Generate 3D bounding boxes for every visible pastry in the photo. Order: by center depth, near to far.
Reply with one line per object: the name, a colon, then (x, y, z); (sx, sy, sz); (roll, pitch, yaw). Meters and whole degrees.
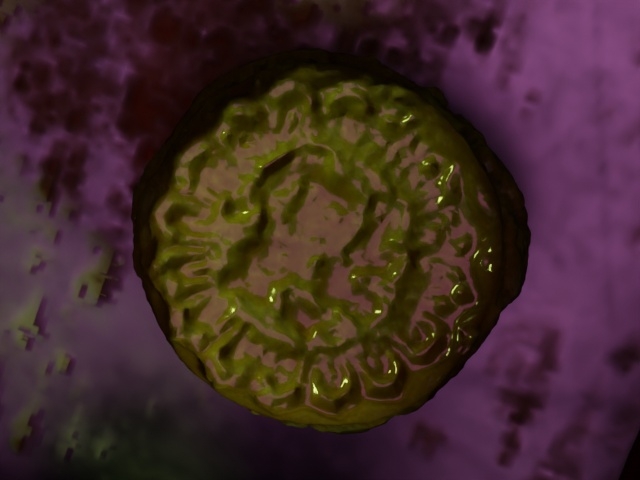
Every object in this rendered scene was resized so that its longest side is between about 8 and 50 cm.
pastry: (0.000, 0.000, 0.455); (0.109, 0.057, 0.097); (7, 102, 6)

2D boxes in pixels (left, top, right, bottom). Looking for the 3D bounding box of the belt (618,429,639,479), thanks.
belt: (0.193, 0.081, 0.414); (0.227, 0.115, 0.323); (30, 105, 0)
